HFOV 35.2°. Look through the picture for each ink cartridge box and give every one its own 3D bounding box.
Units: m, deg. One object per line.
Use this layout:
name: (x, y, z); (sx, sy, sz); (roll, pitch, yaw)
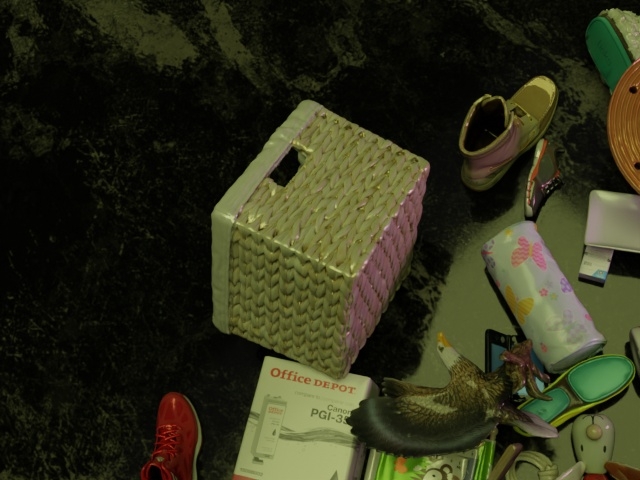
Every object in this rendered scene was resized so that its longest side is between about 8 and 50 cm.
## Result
ink cartridge box: (-0.030, 0.365, 1.791); (0.207, 0.117, 0.283); (10, 74, 15)
ink cartridge box: (0.504, 0.030, 1.835); (0.048, 0.028, 0.083); (16, 76, 17)

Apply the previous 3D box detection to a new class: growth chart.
growth chart: (0.191, 0.408, 1.782); (0.237, 0.021, 0.172); (1, 73, 13)

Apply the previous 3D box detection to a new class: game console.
game console: (0.346, 0.221, 1.785); (0.071, 0.107, 0.122); (-12, 66, 38)

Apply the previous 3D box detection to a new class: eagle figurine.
eagle figurine: (0.223, 0.262, 1.671); (0.298, 0.226, 0.225); (-36, 37, 20)

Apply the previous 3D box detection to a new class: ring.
ring: (0.657, -0.187, 1.735); (0.336, 0.032, 0.337); (0, 75, -2)

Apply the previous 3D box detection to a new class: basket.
basket: (0.000, 0.000, 1.748); (0.266, 0.331, 0.328); (23, 52, 16)

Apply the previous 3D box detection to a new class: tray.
tray: (0.613, -0.017, 1.805); (0.270, 0.030, 0.145); (8, 49, 13)

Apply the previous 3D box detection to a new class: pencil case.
pencil case: (0.395, 0.098, 1.790); (0.124, 0.113, 0.273); (-18, 66, -24)

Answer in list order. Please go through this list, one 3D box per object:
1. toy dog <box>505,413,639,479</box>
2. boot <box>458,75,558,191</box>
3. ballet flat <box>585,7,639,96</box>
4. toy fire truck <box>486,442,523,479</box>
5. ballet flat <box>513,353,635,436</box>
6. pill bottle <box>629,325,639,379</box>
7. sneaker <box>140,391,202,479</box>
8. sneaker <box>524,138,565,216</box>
toy dog: (0.449, 0.452, 1.635); (0.220, 0.161, 0.334); (-24, 69, 3)
boot: (0.347, -0.227, 1.860); (0.095, 0.203, 0.262); (40, 85, 20)
ballet flat: (0.615, -0.256, 1.859); (0.147, 0.147, 0.409); (-15, 70, 7)
toy fire truck: (0.273, 0.463, 1.624); (0.158, 0.217, 0.246); (-12, 79, 9)
ballet flat: (0.433, 0.268, 1.744); (0.231, 0.077, 0.077); (-30, 67, 0)
pill bottle: (0.634, 0.180, 1.714); (0.193, 0.108, 0.108); (-14, 70, 7)
sneaker: (-0.271, 0.377, 1.834); (0.087, 0.128, 0.221); (-13, 70, 8)
sneaker: (0.421, -0.115, 1.887); (0.064, 0.061, 0.158); (15, 76, 10)
